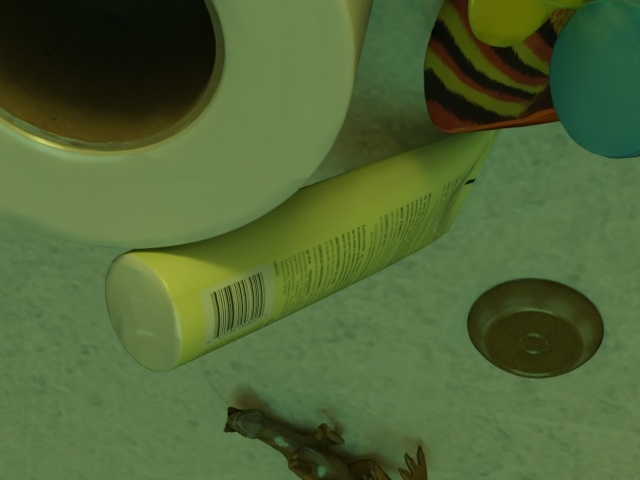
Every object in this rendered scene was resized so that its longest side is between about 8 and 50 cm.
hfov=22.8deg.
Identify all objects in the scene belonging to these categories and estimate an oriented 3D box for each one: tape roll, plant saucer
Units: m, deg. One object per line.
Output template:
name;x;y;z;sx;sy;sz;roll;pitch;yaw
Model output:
tape roll;-0.092;-0.141;0.726;0.246;0.169;0.246;6;134;7
plant saucer;0.130;0.059;0.967;0.083;0.015;0.083;6;133;6

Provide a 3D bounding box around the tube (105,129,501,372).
tube;0.000;0.000;0.827;0.070;0.240;0.062;-4;104;52

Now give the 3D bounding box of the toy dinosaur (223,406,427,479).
toy dinosaur;0.020;0.175;1.079;0.112;0.064;0.211;-13;121;46

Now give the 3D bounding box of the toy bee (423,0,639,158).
toy bee;0.173;-0.117;0.703;0.298;0.195;0.162;6;100;29
